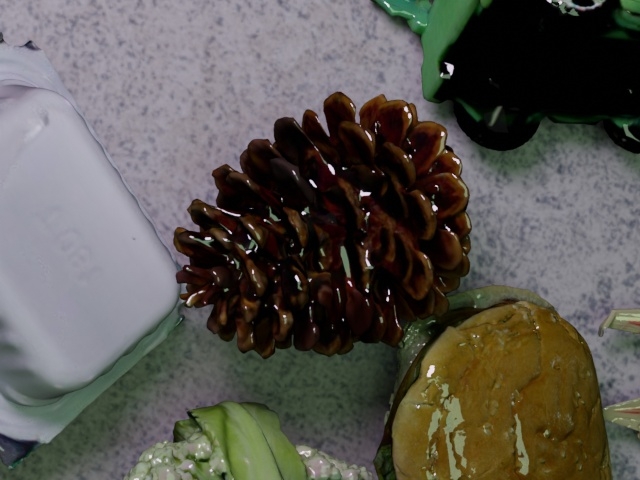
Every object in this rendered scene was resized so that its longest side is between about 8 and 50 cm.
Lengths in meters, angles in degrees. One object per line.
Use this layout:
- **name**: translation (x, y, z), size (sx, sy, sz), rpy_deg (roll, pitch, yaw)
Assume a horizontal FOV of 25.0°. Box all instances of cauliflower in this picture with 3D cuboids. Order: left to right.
- **cauliflower**: translation (-0.058, 0.279, 1.332), size (0.239, 0.315, 0.256), rpy_deg (-47, 125, -6)

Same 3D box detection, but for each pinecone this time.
- **pinecone**: translation (-0.001, -0.003, 1.332), size (0.292, 0.246, 0.246), rpy_deg (-24, 99, -31)

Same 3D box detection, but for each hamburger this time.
- **hamburger**: translation (0.182, 0.191, 1.429), size (0.266, 0.134, 0.284), rpy_deg (-12, 96, -27)

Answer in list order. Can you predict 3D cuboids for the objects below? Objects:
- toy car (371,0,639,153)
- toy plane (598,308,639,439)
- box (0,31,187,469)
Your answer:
- **toy car**: translation (0.244, -0.214, 1.420), size (0.359, 0.213, 0.176), rpy_deg (1, 58, -17)
- **toy plane**: translation (0.416, 0.123, 1.522), size (0.242, 0.104, 0.256), rpy_deg (41, 84, -10)
- **box**: translation (-0.254, 0.001, 1.296), size (0.264, 0.106, 0.336), rpy_deg (-43, 111, -30)
